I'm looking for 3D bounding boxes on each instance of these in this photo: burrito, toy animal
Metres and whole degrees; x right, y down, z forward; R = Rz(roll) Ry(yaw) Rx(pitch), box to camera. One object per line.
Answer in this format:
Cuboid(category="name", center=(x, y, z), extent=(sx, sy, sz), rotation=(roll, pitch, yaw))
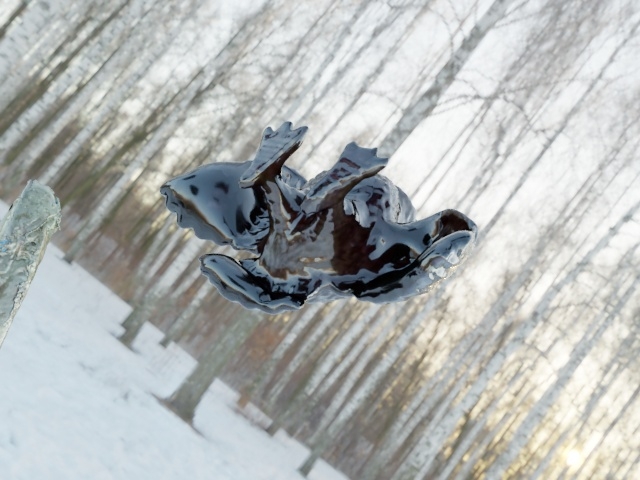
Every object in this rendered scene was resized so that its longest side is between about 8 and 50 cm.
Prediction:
Cuboid(category="burrito", center=(-0.256, 0.032, 0.641), extent=(0.042, 0.171, 0.051), rotation=(-4, -34, 34))
Cuboid(category="toy animal", center=(0.004, 0.000, 0.531), extent=(0.218, 0.116, 0.179), rotation=(14, -6, 29))
